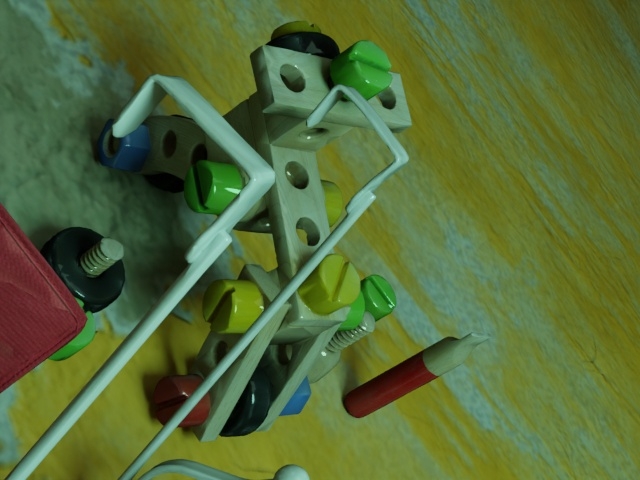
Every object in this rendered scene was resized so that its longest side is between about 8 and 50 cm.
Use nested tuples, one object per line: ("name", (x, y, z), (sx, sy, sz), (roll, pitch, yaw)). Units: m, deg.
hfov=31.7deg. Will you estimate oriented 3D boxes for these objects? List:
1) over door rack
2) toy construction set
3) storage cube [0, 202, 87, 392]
("over door rack", (-0.062, 0.087, 0.525), (0.108, 0.324, 0.239), (33, 14, 11))
("toy construction set", (0.000, 0.000, 0.773), (0.309, 0.237, 0.257), (32, 42, -29))
("storage cube", (-0.258, 0.042, 0.478), (0.184, 0.215, 0.193), (54, 42, -4))
